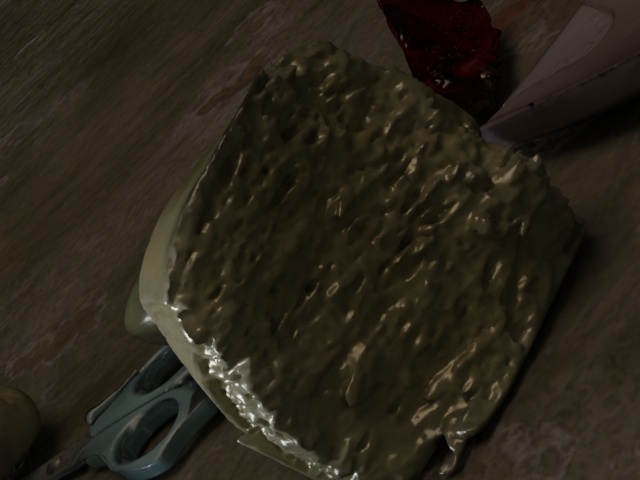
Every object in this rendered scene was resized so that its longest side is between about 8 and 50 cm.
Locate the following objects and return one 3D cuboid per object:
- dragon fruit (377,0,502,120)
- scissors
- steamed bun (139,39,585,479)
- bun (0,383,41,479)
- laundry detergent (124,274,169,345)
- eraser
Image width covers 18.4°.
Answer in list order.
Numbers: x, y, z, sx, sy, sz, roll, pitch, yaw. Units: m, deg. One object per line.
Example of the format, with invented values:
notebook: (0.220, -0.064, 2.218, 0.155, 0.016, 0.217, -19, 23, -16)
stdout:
dragon fruit: (0.116, -0.170, 1.746, 0.092, 0.122, 0.192, -24, 23, 6)
scissors: (-0.216, 0.187, 1.763, 0.360, 0.029, 0.191, -30, 27, 28)
steamed bun: (0.000, 0.000, 1.433, 0.290, 0.272, 0.273, -47, 22, -19)
bun: (-0.349, 0.195, 1.845, 0.183, 0.102, 0.183, -41, 8, 7)
laundry detergent: (-0.085, 0.020, 1.672, 0.181, 0.091, 0.253, -33, 5, 7)
eraser: (0.241, -0.150, 1.565, 0.204, 0.059, 0.243, -51, 20, -19)
